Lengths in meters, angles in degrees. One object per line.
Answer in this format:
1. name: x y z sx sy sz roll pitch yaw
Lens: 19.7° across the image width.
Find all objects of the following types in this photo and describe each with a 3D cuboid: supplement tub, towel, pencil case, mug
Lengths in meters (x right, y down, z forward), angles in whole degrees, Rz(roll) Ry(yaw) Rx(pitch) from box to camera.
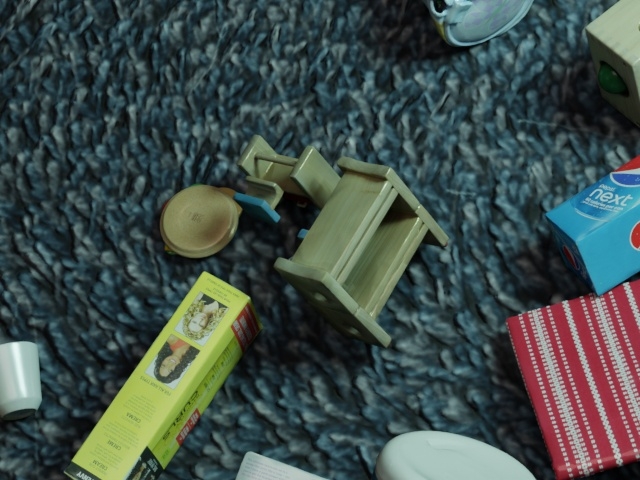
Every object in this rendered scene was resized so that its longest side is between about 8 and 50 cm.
1. supplement tub: 0.094 0.277 1.556 0.144 0.144 0.200 23 109 19
2. towel: 0.321 0.108 1.668 0.274 0.031 0.199 -16 44 2
3. pencil case: 0.113 -0.325 1.890 0.124 0.113 0.273 -16 60 -22
4. mug: -0.300 0.141 1.786 0.062 0.078 0.064 -6 70 -29

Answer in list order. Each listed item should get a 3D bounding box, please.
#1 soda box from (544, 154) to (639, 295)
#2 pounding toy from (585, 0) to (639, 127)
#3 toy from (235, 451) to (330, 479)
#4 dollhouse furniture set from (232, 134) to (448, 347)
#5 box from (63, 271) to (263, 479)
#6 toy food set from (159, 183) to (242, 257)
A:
1. soda box: 0.322 -0.040 1.733 0.210 0.071 0.067 -32 34 -6
2. pounding toy: 0.326 -0.162 1.780 0.141 0.130 0.100 -38 53 -9
3. toy: -0.043 0.325 1.649 0.137 0.056 0.237 18 75 13
4. dollhouse furniture set: 0.000 0.000 1.772 0.183 0.129 0.129 16 67 42
5. box: -0.145 0.147 1.733 0.058 0.087 0.232 28 72 18
6. toy food set: -0.121 -0.019 1.841 0.082 0.020 0.083 6 67 13
